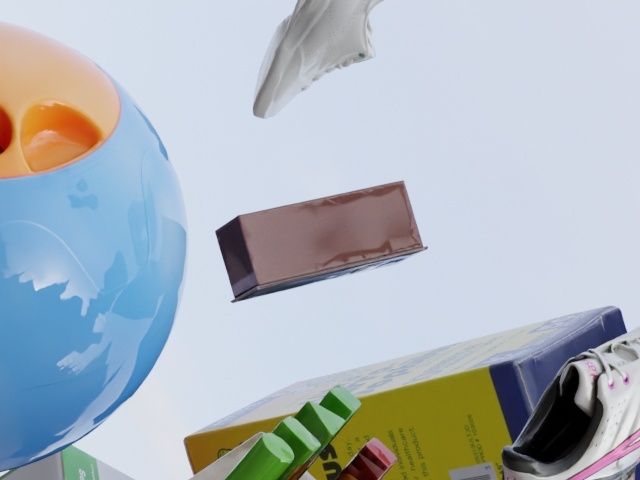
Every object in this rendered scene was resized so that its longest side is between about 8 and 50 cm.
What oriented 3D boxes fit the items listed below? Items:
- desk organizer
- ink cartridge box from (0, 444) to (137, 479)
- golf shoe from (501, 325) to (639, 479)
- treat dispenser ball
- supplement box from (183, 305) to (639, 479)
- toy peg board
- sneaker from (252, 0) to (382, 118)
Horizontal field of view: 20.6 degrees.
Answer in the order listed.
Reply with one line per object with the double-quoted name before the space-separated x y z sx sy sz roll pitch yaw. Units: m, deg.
"desk organizer" 0.000 0.000 1.170 0.047 0.130 0.050 -30 -105 62
"ink cartridge box" -0.223 0.291 1.653 0.208 0.153 0.087 36 28 -40
"golf shoe" 0.178 0.090 1.020 0.067 0.186 0.086 26 -23 44
"treat dispenser ball" -0.227 0.003 1.101 0.288 0.288 0.288 56 -19 30
"supplement box" 0.094 0.202 1.522 0.356 0.194 0.195 -17 -88 36
"toy peg board" 0.011 0.159 0.939 0.160 0.079 0.161 42 21 9
"sneaker" 0.004 -0.186 1.700 0.080 0.094 0.212 -85 -158 -46
